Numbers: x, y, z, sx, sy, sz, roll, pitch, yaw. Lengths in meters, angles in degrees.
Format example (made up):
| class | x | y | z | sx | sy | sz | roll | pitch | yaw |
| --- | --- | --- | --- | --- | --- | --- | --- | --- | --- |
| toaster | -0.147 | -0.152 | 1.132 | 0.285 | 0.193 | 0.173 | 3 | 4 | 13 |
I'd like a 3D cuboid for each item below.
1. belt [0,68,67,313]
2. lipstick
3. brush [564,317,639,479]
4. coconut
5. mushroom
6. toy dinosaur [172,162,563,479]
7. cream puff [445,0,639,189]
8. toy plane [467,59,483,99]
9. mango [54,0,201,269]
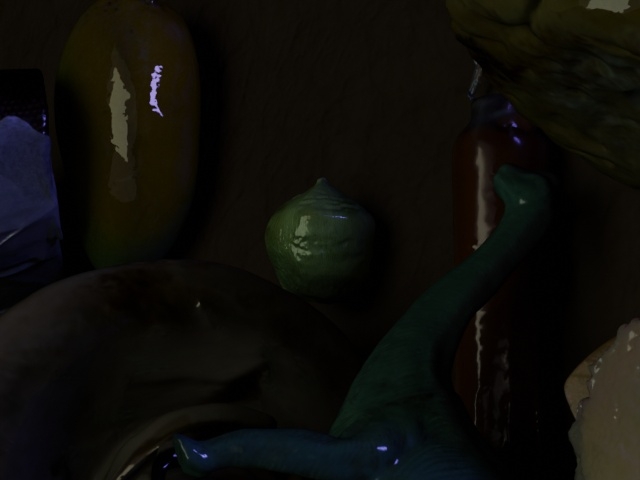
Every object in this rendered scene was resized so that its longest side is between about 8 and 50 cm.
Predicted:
| class | x | y | z | sx | sy | sz | roll | pitch | yaw |
| --- | --- | --- | --- | --- | --- | --- | --- | --- | --- |
| belt | -0.306 | -0.040 | 1.642 | 0.289 | 0.164 | 0.184 | 104 | 157 | -64 |
| lipstick | 0.121 | 0.105 | 1.248 | 0.077 | 0.077 | 0.418 | -15 | 68 | 48 |
| brush | 0.217 | 0.100 | 1.066 | 0.267 | 0.166 | 0.174 | 3 | 83 | 53 |
| coconut | 0.000 | 0.000 | 1.417 | 0.088 | 0.088 | 0.096 | -9 | 79 | 49 |
| mushroom | -0.097 | 0.189 | 1.257 | 0.294 | 0.362 | 0.362 | 158 | 118 | -68 |
| toy dinosaur | 0.115 | 0.152 | 1.116 | 0.383 | 0.331 | 0.129 | 52 | 159 | 23 |
| cream puff | 0.247 | -0.156 | 1.025 | 0.257 | 0.291 | 0.324 | -58 | 18 | -10 |
| toy plane | 0.129 | -0.138 | 1.335 | 0.078 | 0.031 | 0.083 | -39 | 53 | 38 |
| mango | -0.169 | -0.091 | 1.616 | 0.156 | 0.114 | 0.251 | -14 | 70 | 45 |
